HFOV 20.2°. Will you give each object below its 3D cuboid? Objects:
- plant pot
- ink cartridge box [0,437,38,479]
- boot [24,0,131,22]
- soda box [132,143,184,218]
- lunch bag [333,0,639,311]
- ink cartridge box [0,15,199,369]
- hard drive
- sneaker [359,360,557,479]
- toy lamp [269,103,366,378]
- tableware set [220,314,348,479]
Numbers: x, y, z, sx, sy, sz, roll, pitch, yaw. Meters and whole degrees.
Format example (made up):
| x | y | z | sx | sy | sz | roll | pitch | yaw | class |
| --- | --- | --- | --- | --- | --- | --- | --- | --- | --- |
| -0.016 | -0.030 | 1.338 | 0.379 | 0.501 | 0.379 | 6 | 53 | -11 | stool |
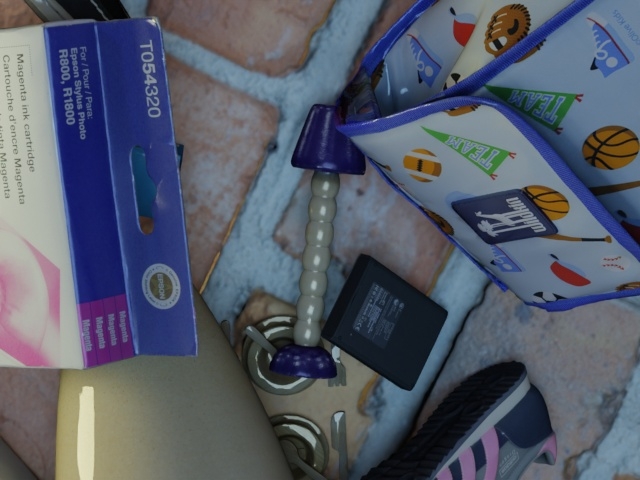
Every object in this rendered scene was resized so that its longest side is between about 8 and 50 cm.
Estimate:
| x | y | z | sx | sy | sz | roll | pitch | yaw | class |
| --- | --- | --- | --- | --- | --- | --- | --- | --- | --- |
| -0.162 | 0.186 | 1.798 | 0.256 | 0.256 | 0.274 | -13 | 85 | 2 | plant pot |
| -0.426 | 0.266 | 1.854 | 0.211 | 0.121 | 0.289 | -37 | 100 | 7 | ink cartridge box |
| -0.208 | -0.379 | 1.722 | 0.284 | 0.138 | 0.377 | -33 | 95 | 6 | boot |
| -0.247 | -0.076 | 1.814 | 0.210 | 0.067 | 0.071 | 10 | 102 | -3 | soda box |
| 0.252 | -0.128 | 1.694 | 0.385 | 0.239 | 0.328 | -36 | 123 | 19 | lunch bag |
| -0.283 | -0.041 | 1.705 | 0.330 | 0.071 | 0.324 | -2 | 99 | 32 | ink cartridge box |
| 0.067 | 0.085 | 1.829 | 0.135 | 0.022 | 0.094 | 35 | 76 | -39 | hard drive |
| 0.126 | 0.264 | 1.818 | 0.319 | 0.112 | 0.131 | -39 | 110 | -23 | sneaker |
| 0.000 | 0.000 | 1.819 | 0.080 | 0.080 | 0.275 | 5 | 94 | -2 | toy lamp |
| -0.035 | 0.176 | 1.885 | 0.128 | 0.039 | 0.194 | -4 | 102 | 0 | tableware set |
